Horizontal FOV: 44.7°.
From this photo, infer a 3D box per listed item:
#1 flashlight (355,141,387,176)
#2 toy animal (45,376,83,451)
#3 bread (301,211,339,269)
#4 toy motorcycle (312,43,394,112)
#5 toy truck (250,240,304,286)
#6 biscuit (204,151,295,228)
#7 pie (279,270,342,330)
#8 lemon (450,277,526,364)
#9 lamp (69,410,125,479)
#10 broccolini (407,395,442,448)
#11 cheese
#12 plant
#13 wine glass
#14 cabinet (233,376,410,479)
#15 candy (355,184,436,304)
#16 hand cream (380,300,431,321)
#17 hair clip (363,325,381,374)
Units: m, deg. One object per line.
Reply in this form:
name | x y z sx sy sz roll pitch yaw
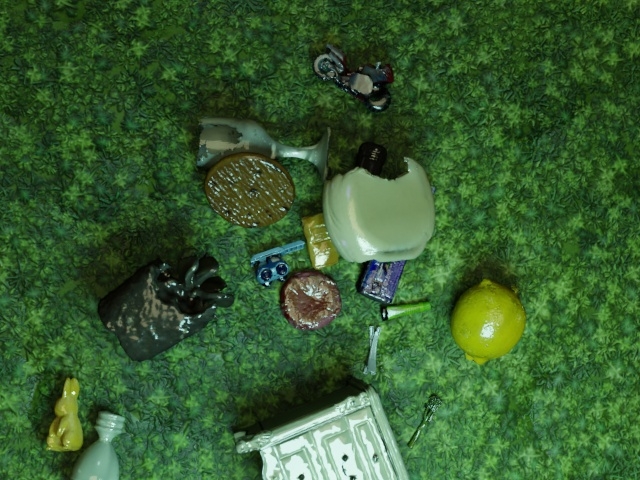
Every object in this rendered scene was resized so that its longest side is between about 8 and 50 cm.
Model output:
flashlight | 0.100 -0.119 1.857 0.093 0.093 0.232 17 77 -7
toy animal | -0.558 0.383 1.716 0.070 0.083 0.159 -9 74 17
bread | 0.000 0.000 1.836 0.074 0.053 0.132 -12 98 -9
toy motorcycle | 0.090 -0.404 1.877 0.213 0.082 0.122 30 82 -7
toy truck | -0.091 0.054 1.821 0.136 0.063 0.074 -18 68 -13
biscuit | -0.162 -0.114 1.770 0.212 0.212 0.036 9 39 -8
pie | -0.023 0.140 1.831 0.153 0.038 0.154 1 84 -11
lemon | 0.393 0.192 1.829 0.173 0.173 0.206 17 92 -7
lamp | -0.481 0.470 1.698 0.106 0.106 0.193 14 76 -8
broccolini | 0.244 0.432 1.858 0.035 0.030 0.140 34 85 4
cheese | 0.134 -0.066 1.747 0.266 0.127 0.233 -2 85 -27
plant | -0.334 0.129 1.703 0.276 0.199 0.188 -31 94 -4
wine glass | -0.130 -0.211 1.800 0.321 0.143 0.143 3 84 -8
cabinet | 0.003 0.498 1.709 0.318 0.227 0.290 -20 89 -11
candy | 0.180 -0.003 1.867 0.088 0.061 0.312 24 81 -8
hand cream | 0.205 0.167 1.874 0.122 0.023 0.036 -10 98 -9
hair clip | 0.126 0.261 1.847 0.030 0.039 0.115 9 81 -14
